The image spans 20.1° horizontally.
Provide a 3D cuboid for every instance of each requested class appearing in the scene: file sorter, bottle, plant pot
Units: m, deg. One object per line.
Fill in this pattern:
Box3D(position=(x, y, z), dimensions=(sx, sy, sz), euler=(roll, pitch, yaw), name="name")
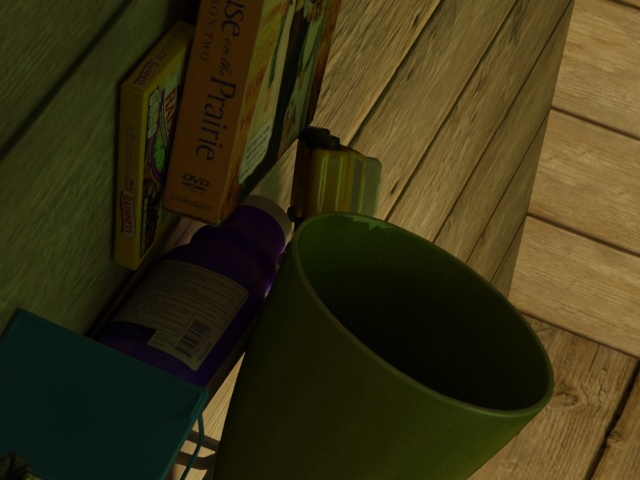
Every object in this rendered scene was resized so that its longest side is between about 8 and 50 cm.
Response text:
Box3D(position=(-0.189, 0.156, 1.450), dimensions=(0.104, 0.170, 0.118), euler=(91, 24, -62), name="file sorter")
Box3D(position=(-0.115, 0.063, 1.709), dimensions=(0.283, 0.118, 0.092), euler=(-56, 159, -45), name="bottle")
Box3D(position=(0.025, 0.173, 1.690), dimensions=(0.293, 0.275, 0.275), euler=(-58, 172, 25), name="plant pot")

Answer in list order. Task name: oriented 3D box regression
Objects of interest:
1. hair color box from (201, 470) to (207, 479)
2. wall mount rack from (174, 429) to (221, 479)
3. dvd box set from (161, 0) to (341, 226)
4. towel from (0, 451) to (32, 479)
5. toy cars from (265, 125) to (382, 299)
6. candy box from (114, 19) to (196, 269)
Box3D(position=(-0.107, 0.413, 1.959), dimensions=(0.374, 0.113, 0.185), euler=(-84, -162, -51), name="hair color box")
Box3D(position=(-0.188, 0.294, 1.783), dimensions=(0.304, 0.130, 0.350), euler=(24, 87, -80), name="wall mount rack")
Box3D(position=(-0.029, -0.257, 1.617), dimensions=(0.307, 0.062, 0.420), euler=(-53, 159, -63), name="dvd box set")
Box3D(position=(-0.302, 0.320, 1.144), dimensions=(0.324, 0.056, 0.312), euler=(-41, 159, -43), name="towel")
Box3D(position=(0.000, 0.000, 1.930), dimensions=(0.394, 0.087, 0.176), euler=(107, -11, -55), name="toy cars")
Box3D(position=(-0.143, -0.081, 1.570), dimensions=(0.105, 0.027, 0.206), euler=(-61, 165, -44), name="candy box")
